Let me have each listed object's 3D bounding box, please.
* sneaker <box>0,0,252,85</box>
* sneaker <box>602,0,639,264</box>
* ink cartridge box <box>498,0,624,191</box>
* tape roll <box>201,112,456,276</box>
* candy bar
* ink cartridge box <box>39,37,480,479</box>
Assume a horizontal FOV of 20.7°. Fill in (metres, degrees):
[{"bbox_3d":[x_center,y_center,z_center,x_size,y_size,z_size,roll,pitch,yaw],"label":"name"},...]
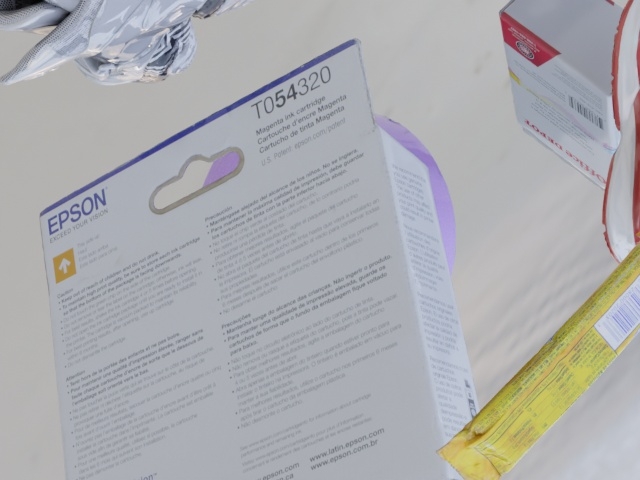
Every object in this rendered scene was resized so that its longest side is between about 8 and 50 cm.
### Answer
[{"bbox_3d":[-0.192,-0.197,1.413,0.210,0.137,0.366,-17,178,-28],"label":"sneaker"},{"bbox_3d":[0.282,-0.086,1.279,0.087,0.128,0.221,25,67,-57],"label":"sneaker"},{"bbox_3d":[0.226,-0.133,1.490,0.072,0.127,0.175,-44,153,-12],"label":"ink cartridge box"},{"bbox_3d":[0.000,0.000,1.771,0.090,0.275,0.275,4,123,-51],"label":"tape roll"},{"bbox_3d":[0.123,0.059,0.866,0.161,0.040,0.018,-46,-155,-10],"label":"candy bar"},{"bbox_3d":[-0.053,0.071,1.240,0.324,0.330,0.071,-25,150,31],"label":"ink cartridge box"}]
